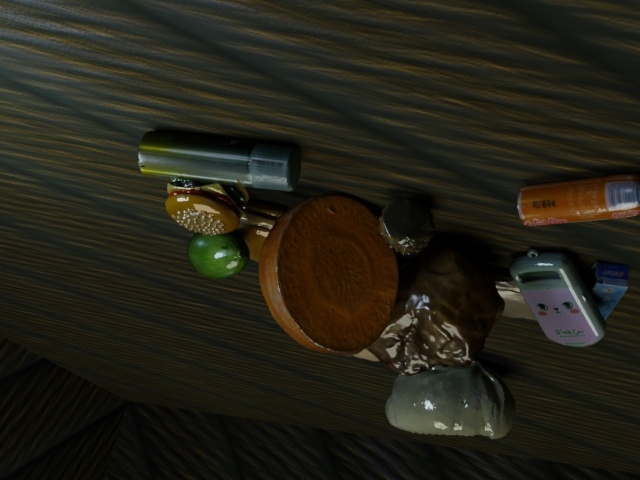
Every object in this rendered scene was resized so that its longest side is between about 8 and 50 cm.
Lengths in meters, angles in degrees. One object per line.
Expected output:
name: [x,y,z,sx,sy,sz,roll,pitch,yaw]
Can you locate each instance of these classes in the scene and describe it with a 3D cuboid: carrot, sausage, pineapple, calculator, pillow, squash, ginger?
carrot: [0.019,0.069,1.756,0.258,0.307,0.100,-14,177,-16]
sausage: [0.436,-0.066,1.483,0.234,0.071,0.071,-5,152,39]
pineapple: [0.168,-0.018,1.738,0.108,0.108,0.198,8,170,13]
calculator: [0.471,0.113,1.831,0.141,0.045,0.246,-7,123,47]
pillow: [0.393,0.119,1.973,0.270,0.067,0.173,7,152,15]
squash: [-0.226,0.026,1.951,0.107,0.107,0.395,19,178,-14]
ginger: [0.225,0.130,1.852,0.269,0.223,0.200,-12,130,41]

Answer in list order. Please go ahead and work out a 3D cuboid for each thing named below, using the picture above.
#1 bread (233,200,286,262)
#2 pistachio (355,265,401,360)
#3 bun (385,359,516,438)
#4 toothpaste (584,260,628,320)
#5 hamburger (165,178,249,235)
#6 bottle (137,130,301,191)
bread: [-0.119,-0.014,1.939,0.116,0.077,0.200,17,159,13]
pistachio: [0.110,0.144,2.022,0.230,0.230,0.309,-10,143,45]
bun: [0.361,0.433,2.569,0.365,0.219,0.365,4,173,0]
toothpaste: [0.568,0.117,1.891,0.066,0.053,0.272,6,157,7]
hamburger: [-0.216,-0.078,1.767,0.162,0.115,0.162,10,157,4]
bottle: [-0.178,-0.141,1.635,0.286,0.082,0.082,8,158,14]
